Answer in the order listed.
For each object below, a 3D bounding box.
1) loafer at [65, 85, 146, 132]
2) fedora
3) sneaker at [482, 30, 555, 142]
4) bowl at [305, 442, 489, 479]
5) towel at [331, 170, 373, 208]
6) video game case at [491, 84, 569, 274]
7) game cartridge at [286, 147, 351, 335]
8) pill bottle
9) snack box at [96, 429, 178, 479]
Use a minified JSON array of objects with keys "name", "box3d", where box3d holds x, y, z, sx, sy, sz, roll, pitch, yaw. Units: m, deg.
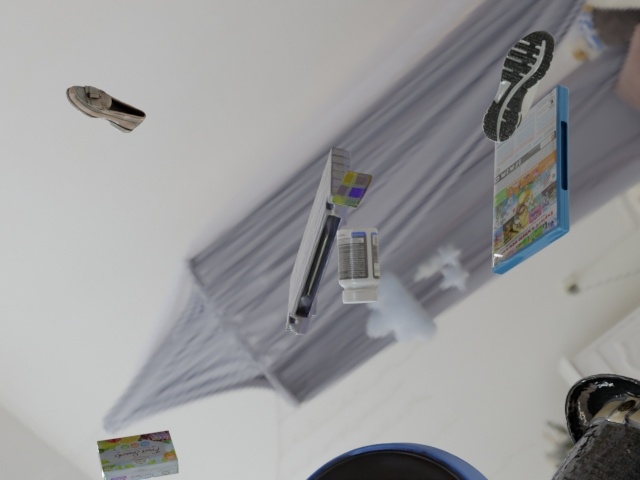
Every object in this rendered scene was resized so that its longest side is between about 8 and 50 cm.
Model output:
[{"name":"loafer","box3d":[-0.293,-0.188,1.482,0.125,0.039,0.045,26,-136,-52]},{"name":"fedora","box3d":[0.351,0.301,1.153,0.334,0.152,0.334,46,161,20]},{"name":"sneaker","box3d":[0.182,-0.144,0.990,0.040,0.109,0.044,31,-158,12]},{"name":"bowl","box3d":[0.095,0.472,1.518,0.391,0.391,0.077,52,-176,35]},{"name":"towel","box3d":[0.062,-0.102,2.121,0.060,0.083,0.009,14,148,25]},{"name":"video game case","box3d":[0.214,-0.061,1.099,0.015,0.166,0.119,17,151,-19]},{"name":"game cartridge","box3d":[0.000,0.000,2.326,0.068,0.355,0.230,16,-150,-3]},{"name":"pill bottle","box3d":[0.071,0.047,1.999,0.078,0.078,0.137,59,-151,-84]},{"name":"snack box","box3d":[-0.349,0.414,2.053,0.100,0.141,0.037,-125,32,-57]}]
